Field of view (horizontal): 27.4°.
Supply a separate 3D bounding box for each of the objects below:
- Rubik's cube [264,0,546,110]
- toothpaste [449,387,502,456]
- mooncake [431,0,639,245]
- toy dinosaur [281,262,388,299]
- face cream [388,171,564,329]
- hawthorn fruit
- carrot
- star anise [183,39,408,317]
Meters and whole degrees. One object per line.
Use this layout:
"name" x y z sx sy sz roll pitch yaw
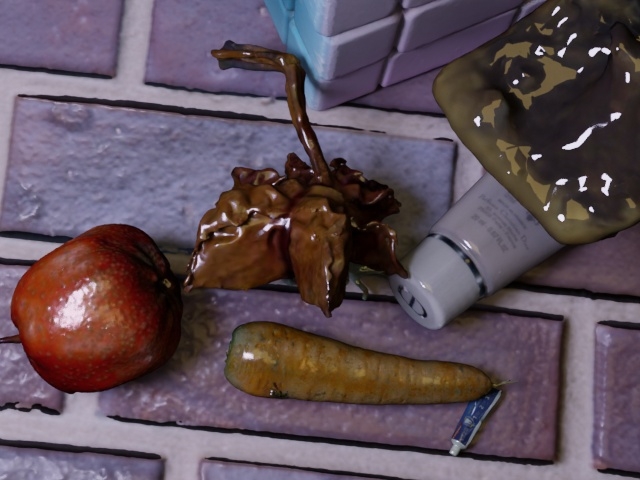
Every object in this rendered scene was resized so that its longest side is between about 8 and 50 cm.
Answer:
"Rubik's cube" 0.081 -0.362 1.305 0.318 0.316 0.322 -21 80 -8
"toothpaste" 0.154 0.182 1.331 0.027 0.019 0.083 26 72 20
"mooncake" 0.329 -0.185 1.208 0.393 0.394 0.246 -39 86 -15
"toy dinosaur" -0.001 0.001 1.357 0.106 0.044 0.187 -41 69 -21
"face cream" 0.206 -0.029 1.356 0.314 0.089 0.143 -38 80 -19
"hawthorn fruit" -0.231 0.073 1.269 0.194 0.157 0.157 -19 78 2
"carrot" 0.053 0.134 1.313 0.298 0.078 0.078 7 76 -5
"star anise" -0.038 -0.054 1.288 0.237 0.148 0.346 -12 62 -13
